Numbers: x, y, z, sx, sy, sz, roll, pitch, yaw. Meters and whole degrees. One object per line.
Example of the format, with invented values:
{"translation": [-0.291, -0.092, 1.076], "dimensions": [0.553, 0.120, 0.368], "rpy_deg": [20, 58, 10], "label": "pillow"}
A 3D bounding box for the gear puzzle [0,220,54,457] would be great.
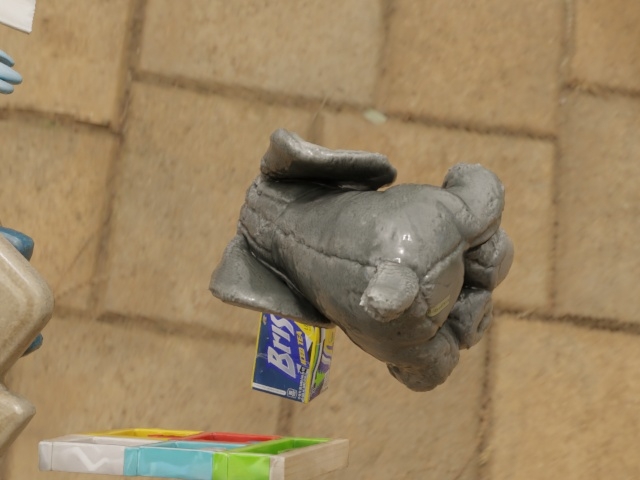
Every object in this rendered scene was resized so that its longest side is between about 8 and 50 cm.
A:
{"translation": [-0.215, 0.083, 0.464], "dimensions": [0.175, 0.044, 0.339], "rpy_deg": [44, 108, 11], "label": "gear puzzle"}

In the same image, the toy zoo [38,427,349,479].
{"translation": [-0.139, 0.207, 1.490], "dimensions": [0.293, 0.192, 0.030], "rpy_deg": [1, 88, 19], "label": "toy zoo"}

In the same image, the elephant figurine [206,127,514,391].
{"translation": [0.000, 0.000, 1.080], "dimensions": [0.239, 0.186, 0.169], "rpy_deg": [23, 58, 26], "label": "elephant figurine"}

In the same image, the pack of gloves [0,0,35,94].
{"translation": [-0.368, -0.218, 1.362], "dimensions": [0.232, 0.046, 0.195], "rpy_deg": [14, 44, -18], "label": "pack of gloves"}

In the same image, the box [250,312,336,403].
{"translation": [-0.017, 0.055, 1.363], "dimensions": [0.059, 0.054, 0.169], "rpy_deg": [13, 104, 20], "label": "box"}
